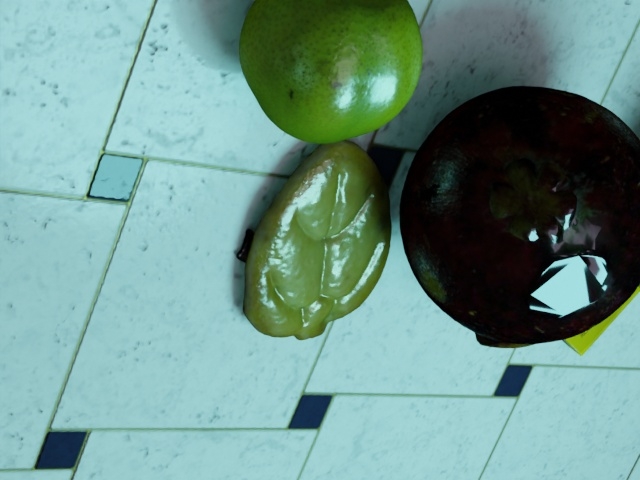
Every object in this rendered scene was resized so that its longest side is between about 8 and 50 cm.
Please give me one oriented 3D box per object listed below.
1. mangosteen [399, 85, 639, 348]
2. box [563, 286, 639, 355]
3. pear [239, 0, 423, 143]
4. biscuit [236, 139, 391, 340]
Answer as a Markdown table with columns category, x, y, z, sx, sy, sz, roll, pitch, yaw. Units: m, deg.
| category | x | y | z | sx | sy | sz | roll | pitch | yaw |
| --- | --- | --- | --- | --- | --- | --- | --- | --- | --- |
| mangosteen | 0.235 | -0.025 | 1.680 | 0.311 | 0.311 | 0.311 | -19 | 129 | -26 |
| box | 0.323 | 0.032 | 1.950 | 0.152 | 0.043 | 0.269 | -49 | 137 | -1 |
| pear | 0.019 | -0.200 | 1.464 | 0.180 | 0.166 | 0.216 | 8 | 133 | -23 |
| biscuit | 0.002 | 0.003 | 1.687 | 0.203 | 0.041 | 0.260 | -12 | 127 | -31 |
